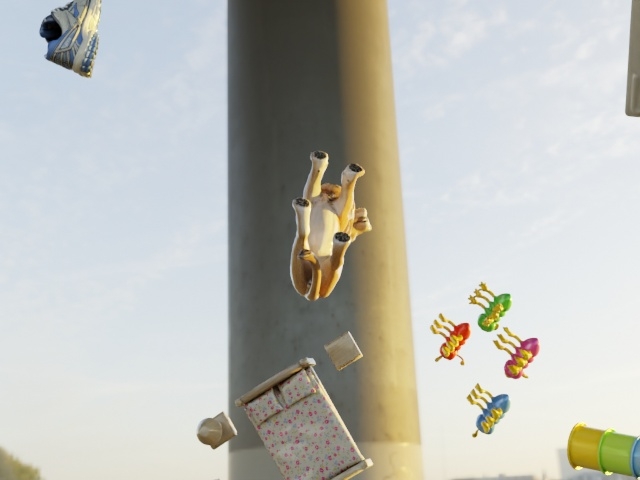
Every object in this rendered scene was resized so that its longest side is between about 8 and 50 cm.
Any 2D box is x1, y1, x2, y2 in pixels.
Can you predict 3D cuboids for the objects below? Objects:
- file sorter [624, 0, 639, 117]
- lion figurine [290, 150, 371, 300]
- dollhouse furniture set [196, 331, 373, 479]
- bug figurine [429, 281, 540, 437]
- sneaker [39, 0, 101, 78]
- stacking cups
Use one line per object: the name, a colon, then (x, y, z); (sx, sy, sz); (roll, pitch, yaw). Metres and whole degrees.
file sorter: (0.410, -0.213, 0.645); (0.278, 0.173, 0.192); (10, -44, 26)
lion figurine: (0.000, 0.000, 1.466); (0.142, 0.392, 0.240); (18, -53, 7)
dollhouse furniture set: (-0.042, 0.352, 1.201); (0.356, 0.303, 0.174); (-34, -17, 6)
bug figurine: (0.308, 0.216, 1.485); (0.072, 0.279, 0.216); (17, -60, -27)
sneaker: (-0.263, -0.229, 0.845); (0.058, 0.135, 0.052); (9, -46, -22)
stacking cups: (0.626, 0.415, 1.495); (0.316, 0.096, 0.096); (3, -10, 44)
